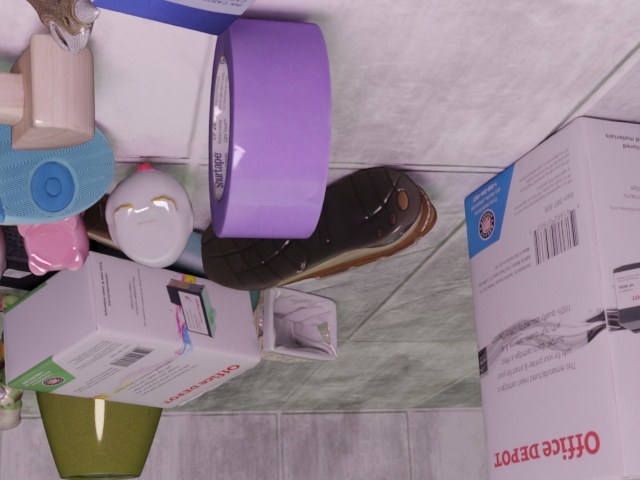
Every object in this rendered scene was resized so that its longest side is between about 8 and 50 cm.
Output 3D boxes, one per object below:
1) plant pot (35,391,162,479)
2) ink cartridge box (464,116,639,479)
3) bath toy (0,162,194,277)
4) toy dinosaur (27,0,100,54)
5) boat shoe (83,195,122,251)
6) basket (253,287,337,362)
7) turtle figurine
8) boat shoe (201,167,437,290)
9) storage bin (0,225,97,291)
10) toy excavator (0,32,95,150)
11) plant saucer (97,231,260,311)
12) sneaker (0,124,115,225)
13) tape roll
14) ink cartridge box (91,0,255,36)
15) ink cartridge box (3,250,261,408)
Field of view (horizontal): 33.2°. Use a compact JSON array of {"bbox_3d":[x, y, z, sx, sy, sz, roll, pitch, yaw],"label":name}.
[{"bbox_3d":[-0.381,0.265,1.873,0.275,0.293,0.275,-2,163,-1],"label":"plant pot"},{"bbox_3d":[0.313,0.096,1.252,0.166,0.394,0.285,4,162,-19],"label":"ink cartridge box"},{"bbox_3d":[-0.318,-0.032,1.210,0.349,0.151,0.129,-4,-160,-5],"label":"bath toy"},{"bbox_3d":[-0.240,-0.229,0.610,0.313,0.121,0.160,42,134,-15],"label":"toy dinosaur"},{"bbox_3d":[-0.262,-0.018,1.381,0.072,0.068,0.190,-1,158,41],"label":"boat shoe"},{"bbox_3d":[-0.062,0.153,1.863,0.103,0.113,0.167,-15,159,41],"label":"basket"},{"bbox_3d":[-0.534,0.180,1.699,0.198,0.275,0.266,35,130,10],"label":"turtle figurine"},{"bbox_3d":[0.000,0.000,1.367,0.324,0.122,0.120,-12,164,30],"label":"boat shoe"},{"bbox_3d":[-0.390,0.006,1.388,0.122,0.084,0.180,-18,158,42],"label":"storage bin"},{"bbox_3d":[-0.410,-0.142,0.774,0.433,0.222,0.445,-2,177,-1],"label":"toy excavator"},{"bbox_3d":[-0.247,0.087,1.569,0.318,0.043,0.317,-1,143,-1],"label":"plant saucer"},{"bbox_3d":[-0.388,-0.067,1.093,0.319,0.127,0.208,-11,-171,-41],"label":"sneaker"},{"bbox_3d":[-0.048,-0.095,0.929,0.080,0.188,0.189,1,163,-11],"label":"tape roll"},{"bbox_3d":[-0.103,-0.224,0.724,0.186,0.065,0.311,9,161,-31],"label":"ink cartridge box"},{"bbox_3d":[-0.250,0.129,1.443,0.201,0.117,0.278,-30,148,34],"label":"ink cartridge box"}]
